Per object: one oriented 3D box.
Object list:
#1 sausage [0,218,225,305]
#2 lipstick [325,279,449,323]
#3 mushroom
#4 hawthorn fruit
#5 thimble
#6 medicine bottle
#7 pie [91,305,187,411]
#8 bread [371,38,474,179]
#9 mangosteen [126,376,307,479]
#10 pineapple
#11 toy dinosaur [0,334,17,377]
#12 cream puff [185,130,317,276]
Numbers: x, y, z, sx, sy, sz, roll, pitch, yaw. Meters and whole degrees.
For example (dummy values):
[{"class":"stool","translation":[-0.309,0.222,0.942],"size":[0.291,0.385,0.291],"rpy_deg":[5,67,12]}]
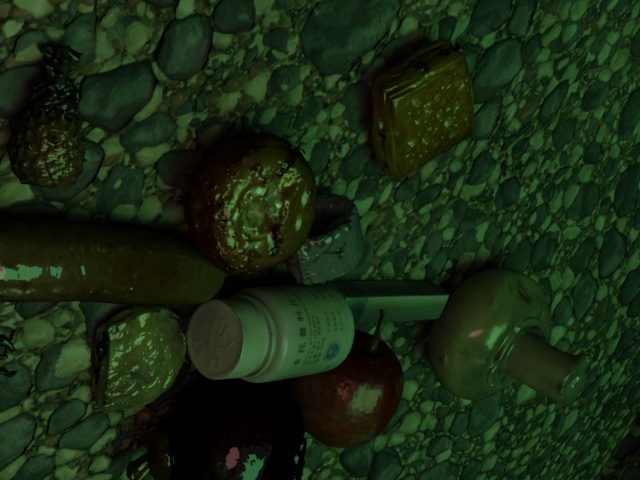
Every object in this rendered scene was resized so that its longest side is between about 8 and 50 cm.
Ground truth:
[{"class":"sausage","translation":[-0.327,0.040,1.629],"size":[0.501,0.123,0.136],"rpy_deg":[5,144,-47]},{"class":"lipstick","translation":[0.133,0.125,2.186],"size":[0.317,0.066,0.068],"rpy_deg":[2,117,-45]},{"class":"mushroom","translation":[0.417,0.231,2.333],"size":[0.314,0.336,0.314],"rpy_deg":[-28,131,-37]},{"class":"hawthorn fruit","translation":[0.060,0.290,2.089],"size":[0.235,0.263,0.231],"rpy_deg":[32,53,-54]},{"class":"thimble","translation":[0.003,0.000,1.916],"size":[0.151,0.127,0.118],"rpy_deg":[-24,133,-11]},{"class":"medicine bottle","translation":[-0.086,0.163,1.886],"size":[0.293,0.170,0.170],"rpy_deg":[0,119,-50]},{"class":"pie","translation":[-0.306,0.201,1.835],"size":[0.185,0.052,0.218],"rpy_deg":[-10,123,-37]},{"class":"bread","translation":[0.178,-0.241,1.931],"size":[0.210,0.099,0.235],"rpy_deg":[-34,143,-17]},{"class":"mangosteen","translation":[-0.168,0.377,1.949],"size":[0.297,0.293,0.297],"rpy_deg":[-22,116,-57]},{"class":"pineapple","translation":[-0.364,-0.172,1.465],"size":[0.108,0.108,0.198],"rpy_deg":[1,107,-44]},{"class":"toy dinosaur","translation":[-0.544,0.194,1.574],"size":[0.179,0.087,0.187],"rpy_deg":[-31,135,-26]},{"class":"cream puff","translation":[-0.114,-0.064,1.729],"size":[0.240,0.164,0.240],"rpy_deg":[-10,109,-30]}]
